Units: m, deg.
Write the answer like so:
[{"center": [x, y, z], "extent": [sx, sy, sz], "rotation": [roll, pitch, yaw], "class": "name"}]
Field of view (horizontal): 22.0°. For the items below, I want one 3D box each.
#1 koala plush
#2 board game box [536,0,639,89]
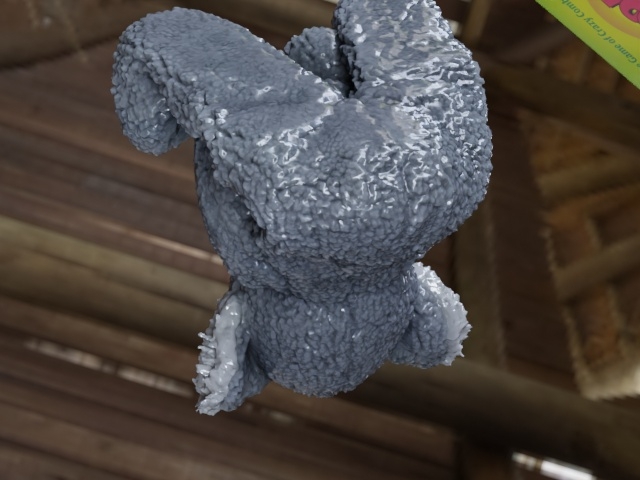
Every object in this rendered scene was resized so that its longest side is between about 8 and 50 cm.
[{"center": [0.000, 0.000, 0.910], "extent": [0.203, 0.196, 0.221], "rotation": [-124, -150, -48], "class": "koala plush"}, {"center": [0.169, -0.129, 0.635], "extent": [0.181, 0.092, 0.043], "rotation": [-25, -138, 43], "class": "board game box"}]
